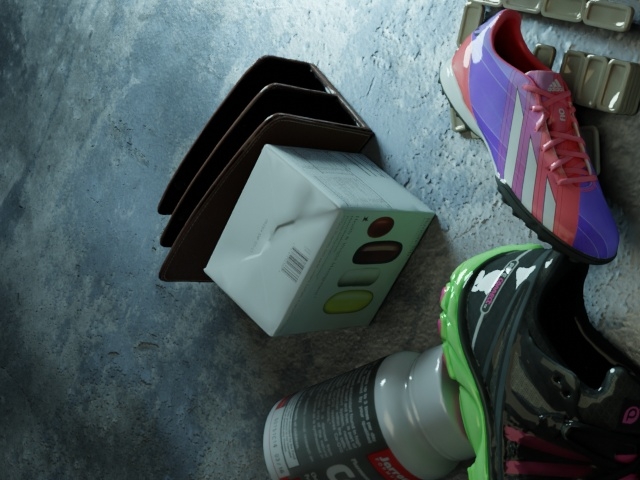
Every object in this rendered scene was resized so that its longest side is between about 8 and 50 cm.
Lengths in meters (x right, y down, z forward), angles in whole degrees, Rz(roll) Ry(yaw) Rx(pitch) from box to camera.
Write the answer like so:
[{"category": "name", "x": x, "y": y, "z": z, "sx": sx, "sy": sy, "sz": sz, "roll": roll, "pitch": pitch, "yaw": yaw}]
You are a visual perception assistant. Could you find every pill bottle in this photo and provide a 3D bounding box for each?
[{"category": "pill bottle", "x": 0.078, "y": 0.233, "z": 1.220, "sx": 0.283, "sy": 0.161, "sz": 0.161, "roll": -28, "pitch": 73, "yaw": 36}]

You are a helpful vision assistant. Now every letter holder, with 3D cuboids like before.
[{"category": "letter holder", "x": -0.116, "y": -0.095, "z": 1.344, "sx": 0.302, "sy": 0.214, "sz": 0.152, "roll": -52, "pitch": 60, "yaw": 27}]

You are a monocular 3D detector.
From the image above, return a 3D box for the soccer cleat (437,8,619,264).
[{"category": "soccer cleat", "x": 0.244, "y": -0.117, "z": 1.082, "sx": 0.116, "sy": 0.109, "sz": 0.318, "roll": -53, "pitch": 52, "yaw": 39}]

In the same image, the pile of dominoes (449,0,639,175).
[{"category": "pile of dominoes", "x": 0.263, "y": -0.197, "z": 1.166, "sx": 0.251, "sy": 0.040, "sz": 0.195, "roll": 27, "pitch": 111, "yaw": 44}]

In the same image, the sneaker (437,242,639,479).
[{"category": "sneaker", "x": 0.275, "y": 0.227, "z": 1.050, "sx": 0.202, "sy": 0.185, "sz": 0.482, "roll": -26, "pitch": 76, "yaw": 38}]

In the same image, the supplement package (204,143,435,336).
[{"category": "supplement package", "x": 0.000, "y": 0.000, "z": 1.258, "sx": 0.149, "sy": 0.203, "sz": 0.194, "roll": 42, "pitch": 115, "yaw": 31}]
